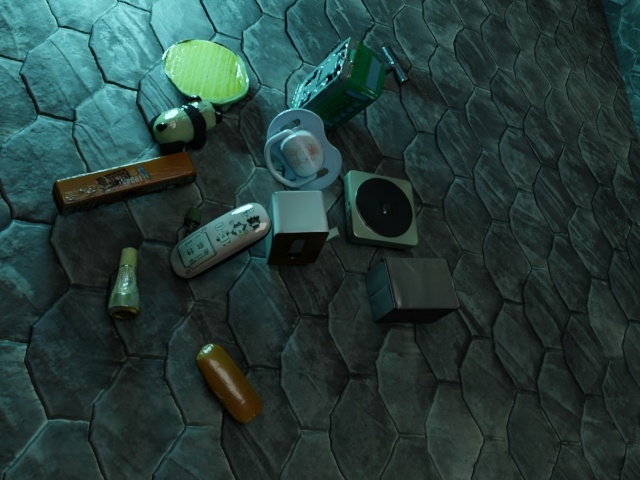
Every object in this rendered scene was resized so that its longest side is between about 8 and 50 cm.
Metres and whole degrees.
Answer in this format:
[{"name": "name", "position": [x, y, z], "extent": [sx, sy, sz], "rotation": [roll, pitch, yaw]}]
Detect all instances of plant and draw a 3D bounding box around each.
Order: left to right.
[{"name": "plant", "position": [-0.385, -0.046, 1.767], "extent": [0.051, 0.051, 0.102], "rotation": [20, 65, -18]}]

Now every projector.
[{"name": "projector", "position": [0.207, -0.103, 2.081], "extent": [0.258, 0.079, 0.257], "rotation": [8, 64, -24]}]

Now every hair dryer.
[{"name": "hair dryer", "position": [0.246, -0.695, 2.396], "extent": [0.194, 0.050, 0.173], "rotation": [-21, 76, -30]}]

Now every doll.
[{"name": "doll", "position": [-0.420, -0.356, 1.843], "extent": [0.234, 0.135, 0.144], "rotation": [-35, 88, -38]}]

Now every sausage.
[{"name": "sausage", "position": [-0.253, 0.388, 1.614], "extent": [0.098, 0.098, 0.238], "rotation": [-35, 88, -34]}]

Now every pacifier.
[{"name": "pacifier", "position": [-0.058, -0.306, 2.000], "extent": [0.287, 0.238, 0.226], "rotation": [57, 21, -15]}]

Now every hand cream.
[{"name": "hand cream", "position": [-0.529, 0.109, 1.613], "extent": [0.083, 0.084, 0.203], "rotation": [8, 57, -24]}]

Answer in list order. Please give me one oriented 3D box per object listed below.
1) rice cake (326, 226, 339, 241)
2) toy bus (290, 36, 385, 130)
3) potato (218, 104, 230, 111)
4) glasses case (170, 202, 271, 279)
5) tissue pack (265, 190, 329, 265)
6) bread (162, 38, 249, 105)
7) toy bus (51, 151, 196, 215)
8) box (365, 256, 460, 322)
[{"name": "rice cake", "position": [0.001, 0.001, 1.959], "extent": [0.170, 0.029, 0.033], "rotation": [-29, 77, -35]}, {"name": "toy bus", "position": [0.066, -0.520, 2.051], "extent": [0.199, 0.343, 0.184], "rotation": [25, 64, -25]}, {"name": "potato", "position": [-0.325, -0.462, 2.001], "extent": [0.037, 0.036, 0.093], "rotation": [16, 47, 14]}, {"name": "glasses case", "position": [-0.285, 0.001, 1.703], "extent": [0.314, 0.075, 0.122], "rotation": [-30, 59, 0]}, {"name": "tissue pack", "position": [-0.078, -0.034, 1.789], "extent": [0.159, 0.246, 0.136], "rotation": [-2, 66, -12]}, {"name": "bread", "position": [-0.383, -0.561, 1.990], "extent": [0.301, 0.045, 0.302], "rotation": [12, 54, -16]}, {"name": "toy bus", "position": [-0.551, -0.168, 1.711], "extent": [0.408, 0.092, 0.093], "rotation": [-20, 81, -32]}, {"name": "box", "position": [0.298, 0.167, 1.962], "extent": [0.252, 0.153, 0.189], "rotation": [1, 66, -27]}]
